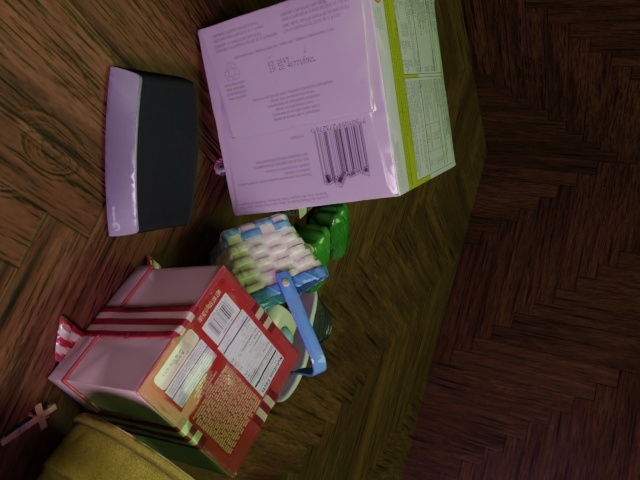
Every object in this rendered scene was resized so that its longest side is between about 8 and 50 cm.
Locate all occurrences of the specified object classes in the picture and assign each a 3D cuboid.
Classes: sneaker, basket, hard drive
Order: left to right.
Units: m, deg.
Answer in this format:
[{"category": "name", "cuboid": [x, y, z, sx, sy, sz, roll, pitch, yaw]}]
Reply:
[{"category": "hard drive", "cuboid": [-0.262, -0.137, 0.940, 0.172, 0.054, 0.255, -16, 113, -62]}, {"category": "sneaker", "cuboid": [-0.165, -0.140, 1.160, 0.119, 0.047, 0.057, -37, 143, -53]}, {"category": "basket", "cuboid": [-0.085, 0.111, 1.079, 0.201, 0.255, 0.289, -16, 83, -23]}, {"category": "sneaker", "cuboid": [-0.041, 0.270, 1.481, 0.147, 0.104, 0.296, 47, 52, -53]}]

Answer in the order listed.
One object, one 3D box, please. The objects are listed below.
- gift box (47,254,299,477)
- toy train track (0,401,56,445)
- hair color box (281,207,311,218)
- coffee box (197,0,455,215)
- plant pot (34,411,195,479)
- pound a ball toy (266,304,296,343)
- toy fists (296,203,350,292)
[{"category": "gift box", "cuboid": [-0.229, 0.170, 0.903, 0.276, 0.258, 0.255, 58, 46, -27]}, {"category": "toy train track", "cuboid": [-0.410, 0.255, 0.826, 0.083, 0.014, 0.048, -36, 138, -48]}, {"category": "hair color box", "cuboid": [-0.055, -0.146, 1.367, 0.093, 0.053, 0.167, -47, 140, -50]}, {"category": "coffee box", "cuboid": [0.030, -0.259, 1.109, 0.334, 0.337, 0.338, -29, 112, -58]}, {"category": "plant pot", "cuboid": [-0.275, 0.464, 0.695, 0.353, 0.366, 0.367, -52, 143, -34]}, {"category": "pound a ball toy", "cuboid": [-0.165, 0.272, 1.195, 0.319, 0.135, 0.208, -69, 152, -23]}, {"category": "toy fists", "cuboid": [0.000, 0.000, 1.490, 0.279, 0.096, 0.142, -50, 152, -48]}]
